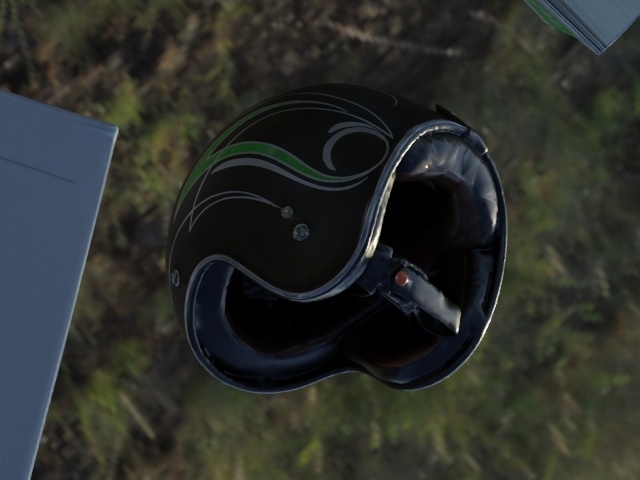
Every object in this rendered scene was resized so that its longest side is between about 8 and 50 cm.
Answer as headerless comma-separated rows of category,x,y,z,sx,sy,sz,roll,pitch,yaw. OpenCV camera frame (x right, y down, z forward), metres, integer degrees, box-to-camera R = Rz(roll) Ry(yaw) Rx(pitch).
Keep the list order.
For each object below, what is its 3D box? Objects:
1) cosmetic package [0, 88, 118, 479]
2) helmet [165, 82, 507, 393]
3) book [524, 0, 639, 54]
cosmetic package,-0.149,0.067,0.482,0.127,0.238,0.107,16,166,-18
helmet,0.000,0.000,0.929,0.169,0.162,0.169,-4,95,-50
book,0.036,-0.122,0.542,0.035,0.144,0.096,-46,-168,6
